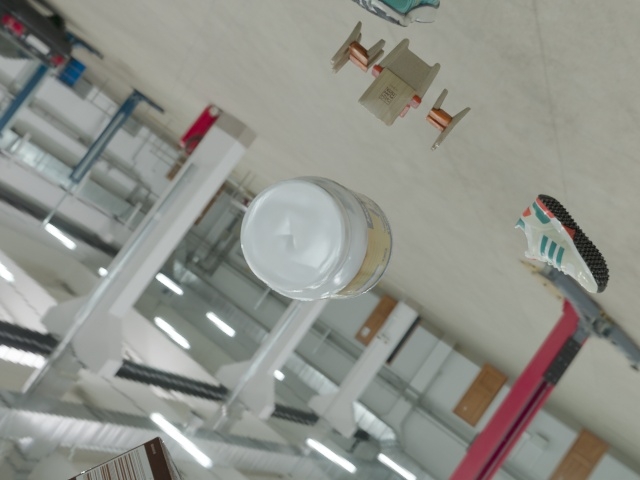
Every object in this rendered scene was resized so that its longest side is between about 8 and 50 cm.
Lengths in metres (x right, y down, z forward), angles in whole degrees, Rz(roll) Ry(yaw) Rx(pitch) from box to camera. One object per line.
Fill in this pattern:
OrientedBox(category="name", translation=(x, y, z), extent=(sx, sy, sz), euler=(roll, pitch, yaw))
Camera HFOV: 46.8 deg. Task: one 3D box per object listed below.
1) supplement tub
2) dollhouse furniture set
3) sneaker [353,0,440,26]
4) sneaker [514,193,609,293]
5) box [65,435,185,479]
OrientedBox(category="supplement tub", translation=(0.000, 0.000, 0.894), extent=(0.144, 0.144, 0.200), euler=(35, -173, 17))
OrientedBox(category="dollhouse furniture set", translation=(0.132, -0.268, 1.356), extent=(0.262, 0.135, 0.259), euler=(39, -177, 1))
OrientedBox(category="sneaker", translation=(0.141, -0.446, 1.296), extent=(0.107, 0.110, 0.275), euler=(33, -147, 17))
OrientedBox(category="sneaker", translation=(0.330, 0.016, 1.025), extent=(0.057, 0.075, 0.161), euler=(-1, -127, -43))
OrientedBox(category="box", translation=(-0.270, 0.447, 1.126), extent=(0.167, 0.169, 0.203), euler=(52, 163, 49))
